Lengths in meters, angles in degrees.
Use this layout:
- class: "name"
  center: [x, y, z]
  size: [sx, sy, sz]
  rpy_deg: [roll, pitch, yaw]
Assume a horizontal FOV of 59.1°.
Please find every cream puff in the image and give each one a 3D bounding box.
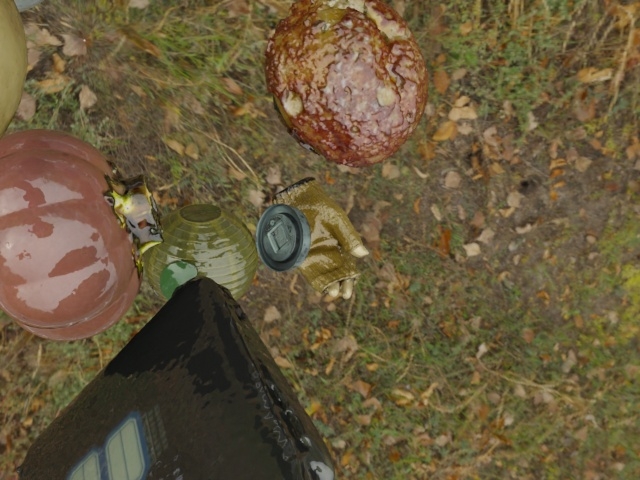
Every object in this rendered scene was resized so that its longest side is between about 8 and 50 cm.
- class: "cream puff"
  center: [0.041, -0.221, 0.751]
  size: [0.239, 0.164, 0.240]
  rpy_deg: [2, 83, -19]

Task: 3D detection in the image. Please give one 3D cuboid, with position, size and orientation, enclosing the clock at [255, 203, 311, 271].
- class: "clock"
  center: [-0.046, -0.003, 0.691]
  size: [0.017, 0.085, 0.085]
  rpy_deg: [0, 110, -48]

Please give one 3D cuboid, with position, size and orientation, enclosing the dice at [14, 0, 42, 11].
- class: "dice"
  center: [-0.389, -0.389, 0.626]
  size: [0.191, 0.194, 0.193]
  rpy_deg: [-35, 162, 15]

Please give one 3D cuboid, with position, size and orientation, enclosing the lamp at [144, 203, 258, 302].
- class: "lamp"
  center: [-0.258, 0.060, 1.246]
  size: [0.250, 0.250, 0.285]
  rpy_deg: [-10, 121, -19]

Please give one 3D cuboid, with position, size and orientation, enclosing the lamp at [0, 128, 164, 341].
- class: "lamp"
  center: [-0.350, -0.013, 0.809]
  size: [0.239, 0.305, 0.306]
  rpy_deg: [-16, 114, -10]

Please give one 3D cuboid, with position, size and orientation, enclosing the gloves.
- class: "gloves"
  center: [0.000, -0.004, 1.520]
  size: [0.203, 0.155, 0.357]
  rpy_deg: [-27, 73, 8]

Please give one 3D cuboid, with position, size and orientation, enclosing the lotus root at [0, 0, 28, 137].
- class: "lotus root"
  center: [-0.297, -0.147, 0.360]
  size: [0.182, 0.310, 0.183]
  rpy_deg: [-20, 133, -23]

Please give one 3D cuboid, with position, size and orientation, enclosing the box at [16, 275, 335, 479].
- class: "box"
  center: [-0.176, 0.244, 0.597]
  size: [0.350, 0.359, 0.091]
  rpy_deg: [-46, 132, 4]
